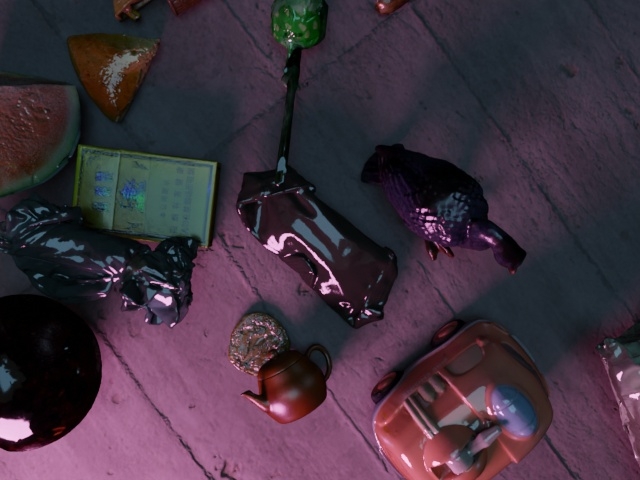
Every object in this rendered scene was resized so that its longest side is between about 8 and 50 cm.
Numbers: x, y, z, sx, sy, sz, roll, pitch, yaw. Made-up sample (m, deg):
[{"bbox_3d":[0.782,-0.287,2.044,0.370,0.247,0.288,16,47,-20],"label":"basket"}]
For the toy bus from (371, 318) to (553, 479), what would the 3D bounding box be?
[{"bbox_3d":[0.218,0.261,0.897,0.287,0.232,0.194,-39,90,0],"label":"toy bus"}]

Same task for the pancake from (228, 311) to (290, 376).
[{"bbox_3d":[-0.105,0.173,0.981,0.108,0.017,0.108,0,91,-3],"label":"pancake"}]

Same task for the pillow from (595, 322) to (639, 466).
[{"bbox_3d":[0.611,0.237,0.963,0.283,0.138,0.310,-25,94,-11],"label":"pillow"}]

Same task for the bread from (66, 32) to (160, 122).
[{"bbox_3d":[-0.346,-0.288,0.943,0.136,0.054,0.154,30,87,0],"label":"bread"}]

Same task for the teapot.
[{"bbox_3d":[-0.049,0.220,0.942,0.173,0.116,0.116,-29,93,-36],"label":"teapot"}]

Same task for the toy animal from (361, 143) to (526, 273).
[{"bbox_3d":[0.184,-0.053,0.910,0.122,0.185,0.298,-43,74,3],"label":"toy animal"}]

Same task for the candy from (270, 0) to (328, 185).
[{"bbox_3d":[-0.047,-0.244,0.924,0.097,0.097,0.324,7,83,-3],"label":"candy"}]

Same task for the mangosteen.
[{"bbox_3d":[-0.459,0.199,0.868,0.265,0.228,0.228,-20,92,12],"label":"mangosteen"}]

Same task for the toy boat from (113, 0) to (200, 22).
[{"bbox_3d":[-0.228,-0.412,0.938,0.226,0.068,0.088,-33,98,-2],"label":"toy boat"}]

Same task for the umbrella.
[{"bbox_3d":[-0.355,0.024,0.876,0.348,0.094,0.143,15,75,-7],"label":"umbrella"}]

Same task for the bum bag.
[{"bbox_3d":[0.000,0.000,0.957,0.326,0.080,0.142,44,96,-6],"label":"bum bag"}]

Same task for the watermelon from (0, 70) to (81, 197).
[{"bbox_3d":[-0.448,-0.158,0.910,0.146,0.128,0.231,3,80,-18],"label":"watermelon"}]

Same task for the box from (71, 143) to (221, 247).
[{"bbox_3d":[-0.278,-0.070,0.944,0.219,0.064,0.141,6,94,-5],"label":"box"}]

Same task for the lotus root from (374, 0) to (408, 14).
[{"bbox_3d":[0.130,-0.402,0.970,0.083,0.037,0.030,-39,97,-2],"label":"lotus root"}]
